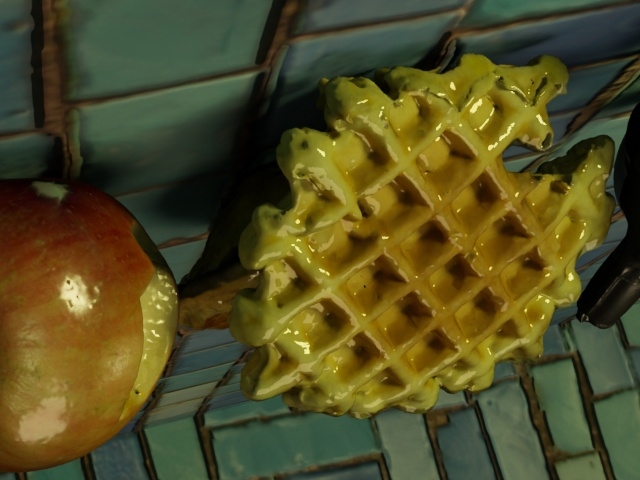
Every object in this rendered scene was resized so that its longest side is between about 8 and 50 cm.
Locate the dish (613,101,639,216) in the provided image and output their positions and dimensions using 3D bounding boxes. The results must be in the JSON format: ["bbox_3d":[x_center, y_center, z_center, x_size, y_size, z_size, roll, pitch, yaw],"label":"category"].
[{"bbox_3d":[0.250,-0.072,0.952,0.078,0.141,0.141,32,140,-33],"label":"dish"}]

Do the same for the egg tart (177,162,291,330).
[{"bbox_3d":[0.000,0.000,0.950,0.241,0.105,0.241,-15,172,-2],"label":"egg tart"}]

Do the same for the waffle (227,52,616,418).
[{"bbox_3d":[0.069,0.007,0.828,0.261,0.056,0.250,-6,121,-31],"label":"waffle"}]

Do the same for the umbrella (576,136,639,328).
[{"bbox_3d":[0.248,-0.048,0.843,0.118,0.118,0.340,-9,146,-28],"label":"umbrella"}]

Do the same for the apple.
[{"bbox_3d":[-0.172,0.050,0.809,0.199,0.199,0.199,-15,169,-3],"label":"apple"}]
